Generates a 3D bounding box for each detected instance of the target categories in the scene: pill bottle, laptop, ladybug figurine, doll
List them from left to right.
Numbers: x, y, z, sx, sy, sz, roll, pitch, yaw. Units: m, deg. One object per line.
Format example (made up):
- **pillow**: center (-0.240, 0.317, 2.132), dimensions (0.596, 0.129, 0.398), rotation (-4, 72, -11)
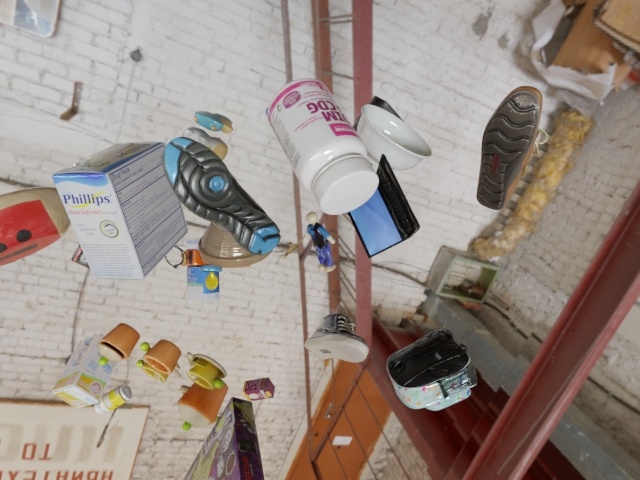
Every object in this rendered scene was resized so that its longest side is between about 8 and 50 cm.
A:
- **ladybug figurine**: center (-1.039, -0.026, 1.337), dimensions (0.449, 0.305, 0.162), rotation (-31, -93, -30)
- **pill bottle**: center (-0.747, 0.572, 1.459), dimensions (0.065, 0.116, 0.065), rotation (60, 176, 6)
- **doll**: center (0.000, 0.000, 1.227), dimensions (0.046, 0.189, 0.129), rotation (-28, -158, -29)
- **pill bottle**: center (0.004, -0.206, 0.890), dimensions (0.160, 0.160, 0.283), rotation (3, -130, -46)
- **laptop**: center (0.168, -0.091, 1.220), dimensions (0.264, 0.136, 0.234), rotation (75, 171, -81)

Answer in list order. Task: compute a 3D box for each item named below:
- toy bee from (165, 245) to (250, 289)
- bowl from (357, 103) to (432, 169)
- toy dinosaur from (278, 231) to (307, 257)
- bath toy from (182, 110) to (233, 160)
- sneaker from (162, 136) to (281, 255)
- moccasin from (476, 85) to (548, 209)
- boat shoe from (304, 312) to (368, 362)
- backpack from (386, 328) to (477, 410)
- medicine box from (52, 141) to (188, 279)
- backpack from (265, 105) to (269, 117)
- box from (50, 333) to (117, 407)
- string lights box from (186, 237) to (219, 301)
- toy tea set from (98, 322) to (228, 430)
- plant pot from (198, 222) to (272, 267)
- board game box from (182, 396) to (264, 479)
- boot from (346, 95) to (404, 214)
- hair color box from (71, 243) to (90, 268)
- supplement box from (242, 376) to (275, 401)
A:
- **toy bee**: center (-0.397, 0.051, 1.376), dimensions (0.298, 0.195, 0.162), rotation (33, 153, -35)
- **bowl**: center (0.238, -0.340, 1.442), dimensions (0.297, 0.134, 0.298), rotation (24, -146, -17)
- **toy dinosaur**: center (-0.124, 0.032, 1.855), dimensions (0.092, 0.183, 0.053), rotation (-1, 128, 55)
- **bath toy**: center (-0.424, -0.270, 1.384), dimensions (0.151, 0.348, 0.129), rotation (33, -157, -12)
- **sneaker**: center (-0.237, -0.098, 0.946), dimensions (0.341, 0.125, 0.139), rotation (52, 174, -35)
- **moccasin**: center (0.537, -0.255, 1.132), dimensions (0.139, 0.380, 0.147), rotation (26, -121, 34)
- **boat shoe**: center (0.072, 0.323, 1.412), dimensions (0.127, 0.158, 0.340), rotation (44, 150, -16)
- **backpack**: center (0.357, 0.439, 1.345), dimensions (0.253, 0.191, 0.225), rotation (-20, -158, -5)
- **medicine box**: center (-0.503, -0.086, 1.072), dimensions (0.149, 0.289, 0.263), rotation (0, -152, 11)
- **backpack**: center (-0.153, -0.491, 1.545), dimensions (0.120, 0.098, 0.101), rotation (-16, -167, 43)
- **box**: center (-0.784, 0.440, 1.371), dimensions (0.203, 0.103, 0.114), rotation (-88, -27, -51)
- **string lights box**: center (-0.493, 0.121, 1.695), dimensions (0.133, 0.260, 0.076), rotation (-2, 179, 39)
- **toy tea set**: center (-0.362, 0.315, 0.919), dimensions (0.336, 0.200, 0.124), rotation (15, -131, 18)
- **plant pot**: center (-0.266, -0.024, 1.268), dimensions (0.237, 0.110, 0.237), rotation (0, -150, 0)
- **board game box**: center (-0.197, 0.459, 0.653), dimensions (0.056, 0.347, 0.208), rotation (25, -169, -27)
- **boot**: center (0.191, -0.326, 1.710), dimensions (0.146, 0.445, 0.367), rotation (37, -177, 32)
- **hair color box**: center (-0.760, 0.066, 1.383), dimensions (0.141, 0.072, 0.043), rotation (29, -178, -15)
- **supplement box**: center (-0.190, 0.460, 1.252), dimensions (0.083, 0.055, 0.043), rotation (-14, -145, 12)
